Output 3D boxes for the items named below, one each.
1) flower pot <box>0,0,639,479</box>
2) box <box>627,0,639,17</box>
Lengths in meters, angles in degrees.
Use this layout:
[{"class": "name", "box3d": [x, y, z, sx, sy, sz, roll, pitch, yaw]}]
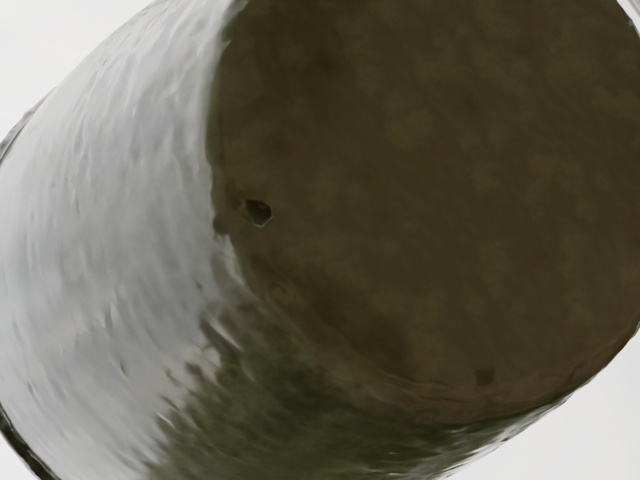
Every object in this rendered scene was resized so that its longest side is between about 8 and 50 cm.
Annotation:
[{"class": "flower pot", "box3d": [0.000, 0.000, 0.782, 0.294, 0.293, 0.330, -20, -3, -26]}, {"class": "box", "box3d": [0.265, -0.309, 1.146, 0.263, 0.108, 0.404, -47, -70, -15]}]
